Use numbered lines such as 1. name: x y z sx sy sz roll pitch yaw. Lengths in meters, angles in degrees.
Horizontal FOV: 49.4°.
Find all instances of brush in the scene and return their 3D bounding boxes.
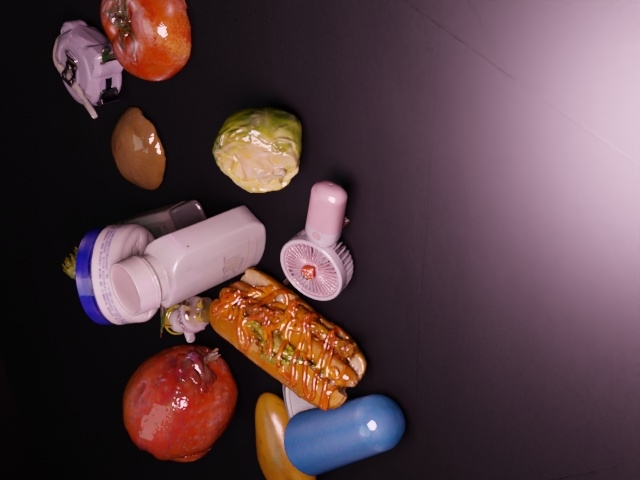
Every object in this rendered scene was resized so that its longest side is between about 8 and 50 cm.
1. brush: -0.061 0.286 1.477 0.060 0.068 0.296 -166 61 -69

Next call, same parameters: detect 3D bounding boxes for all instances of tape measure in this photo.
1. tape measure: -0.529 -0.390 1.578 0.196 0.105 0.178 35 134 29

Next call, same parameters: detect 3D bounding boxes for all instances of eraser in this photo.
1. eraser: -0.376 -0.031 1.642 0.352 0.061 0.089 -9 107 51

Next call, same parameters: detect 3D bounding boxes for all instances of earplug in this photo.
1. earplug: 0.055 0.366 1.334 0.273 0.132 0.132 -34 84 48

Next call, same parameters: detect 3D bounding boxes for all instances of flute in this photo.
1. flute: -0.012 0.024 1.299 0.014 0.014 0.269 55 141 10

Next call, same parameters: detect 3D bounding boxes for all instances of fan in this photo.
1. fan: 0.000 0.000 1.201 0.130 0.074 0.244 27 135 20

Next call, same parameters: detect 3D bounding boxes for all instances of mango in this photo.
1. mango: -0.087 0.457 1.550 0.138 0.113 0.253 -10 101 61

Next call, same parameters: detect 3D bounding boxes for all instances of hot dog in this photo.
1. hot dog: -0.070 0.178 1.328 0.349 0.158 0.117 34 161 29

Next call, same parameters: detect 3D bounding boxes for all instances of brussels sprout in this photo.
1. brussels sprout: -0.103 -0.168 1.214 0.152 0.122 0.149 23 143 -6

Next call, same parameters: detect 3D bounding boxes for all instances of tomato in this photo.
1. tomato: -0.359 -0.426 1.373 0.237 0.095 0.236 25 127 38

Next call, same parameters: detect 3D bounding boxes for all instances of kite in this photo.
1. kite: -0.357 0.144 1.677 0.244 0.006 0.197 8 84 62

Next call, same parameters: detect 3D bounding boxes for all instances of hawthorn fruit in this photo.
1. hawthorn fruit: -0.315 0.357 1.653 0.276 0.276 0.307 43 115 24

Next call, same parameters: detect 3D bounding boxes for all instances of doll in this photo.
1. doll: -0.321 0.186 1.686 0.207 0.081 0.129 -26 62 54

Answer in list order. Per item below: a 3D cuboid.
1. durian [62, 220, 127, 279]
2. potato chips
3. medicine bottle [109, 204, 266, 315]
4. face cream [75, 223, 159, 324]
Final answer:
1. durian: -0.476 0.071 1.654 0.395 0.163 0.197 -4 115 38
2. potato chips: -0.436 -0.204 1.614 0.208 0.062 0.195 -5 109 47
3. medicine bottle: -0.252 0.041 1.354 0.111 0.296 0.161 44 139 22
4. face cream: -0.401 0.069 1.426 0.111 0.206 0.205 -3 112 12
